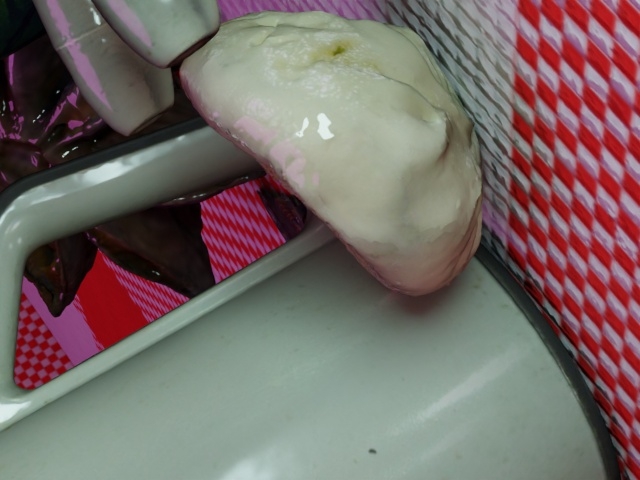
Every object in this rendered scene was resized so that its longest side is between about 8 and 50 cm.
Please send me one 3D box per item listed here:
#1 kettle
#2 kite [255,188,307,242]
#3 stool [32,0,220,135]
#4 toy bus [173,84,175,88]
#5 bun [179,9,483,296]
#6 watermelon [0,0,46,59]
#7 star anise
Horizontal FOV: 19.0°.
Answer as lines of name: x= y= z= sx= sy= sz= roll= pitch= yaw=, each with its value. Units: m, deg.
kettle: x=-0.072 y=0.117 z=1.074 sx=0.361 sy=0.377 sz=0.250 roll=55 pitch=166 yaw=10
kite: x=-0.002 y=0.002 z=1.355 sx=0.127 sy=0.016 sz=0.229 roll=54 pitch=167 yaw=3
stool: x=-0.058 y=-0.180 z=0.794 sx=0.198 sy=0.195 sz=0.195 roll=53 pitch=166 yaw=0
toy bus: x=-0.182 y=-0.127 z=1.503 sx=0.120 sy=0.121 sz=0.265 roll=27 pitch=148 yaw=48
bun: x=0.017 y=-0.058 z=0.941 sx=0.183 sy=0.102 sz=0.183 roll=41 pitch=180 yaw=0
watermelon: x=-0.277 y=-0.252 z=1.097 sx=0.363 sy=0.363 sz=0.363 roll=53 pitch=166 yaw=20
star anise: x=-0.186 y=-0.083 z=1.378 sx=0.332 sy=0.117 sz=0.331 roll=13 pitch=133 yaw=14
